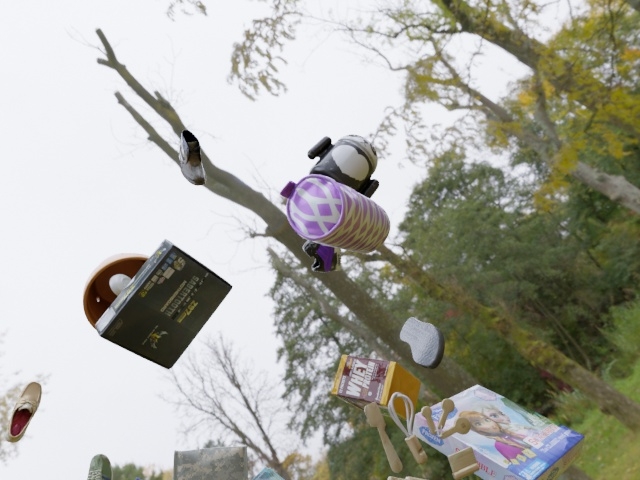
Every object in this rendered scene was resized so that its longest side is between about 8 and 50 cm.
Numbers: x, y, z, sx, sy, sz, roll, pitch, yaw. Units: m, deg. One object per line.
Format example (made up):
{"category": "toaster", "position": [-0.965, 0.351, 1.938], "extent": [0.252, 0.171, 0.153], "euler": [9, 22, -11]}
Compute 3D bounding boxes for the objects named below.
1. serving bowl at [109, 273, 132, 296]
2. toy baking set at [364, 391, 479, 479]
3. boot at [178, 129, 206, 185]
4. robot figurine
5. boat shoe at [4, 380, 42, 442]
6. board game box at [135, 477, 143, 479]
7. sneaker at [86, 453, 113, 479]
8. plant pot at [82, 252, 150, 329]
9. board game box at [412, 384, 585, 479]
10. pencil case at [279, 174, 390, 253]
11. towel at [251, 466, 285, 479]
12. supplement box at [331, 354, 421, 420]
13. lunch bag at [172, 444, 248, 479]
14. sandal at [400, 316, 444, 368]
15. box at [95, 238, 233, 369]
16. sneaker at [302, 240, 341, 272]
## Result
{"category": "serving bowl", "position": [-0.608, 0.137, 1.408], "extent": [0.027, 0.083, 0.083], "euler": [-34, -23, 17]}
{"category": "toy baking set", "position": [0.210, 0.430, 0.960], "extent": [0.256, 0.196, 0.030], "euler": [9, -22, -7]}
{"category": "boot", "position": [-0.457, -0.293, 1.605], "extent": [0.082, 0.219, 0.106], "euler": [-14, -38, -25]}
{"category": "robot figurine", "position": [0.072, -0.226, 1.493], "extent": [0.278, 0.174, 0.209], "euler": [-50, -48, -25]}
{"category": "boat shoe", "position": [-0.841, 0.484, 1.298], "extent": [0.063, 0.170, 0.059], "euler": [21, -37, -28]}
{"category": "board game box", "position": [-0.482, 0.682, 1.151], "extent": [0.201, 0.035, 0.136], "euler": [117, 179, -57]}
{"category": "sneaker", "position": [-0.655, 0.723, 1.332], "extent": [0.064, 0.192, 0.086], "euler": [-14, -29, -7]}
{"category": "plant pot", "position": [-0.664, 0.167, 1.565], "extent": [0.291, 0.203, 0.290], "euler": [-10, -70, -29]}
{"category": "board game box", "position": [0.470, 0.516, 1.207], "extent": [0.319, 0.318, 0.065], "euler": [-4, -76, -42]}
{"category": "pencil case", "position": [0.031, -0.032, 0.623], "extent": [0.086, 0.088, 0.206], "euler": [-48, -21, 11]}
{"category": "towel", "position": [-0.140, 0.995, 1.640], "extent": [0.271, 0.370, 0.040], "euler": [-17, -57, -55]}
{"category": "supplement box", "position": [0.177, 0.461, 1.423], "extent": [0.191, 0.194, 0.129], "euler": [44, -125, -41]}
{"category": "lunch bag", "position": [-0.342, 0.806, 1.414], "extent": [0.236, 0.286, 0.169], "euler": [2, -33, -15]}
{"category": "sandal", "position": [0.270, 0.255, 1.162], "extent": [0.097, 0.055, 0.254], "euler": [-60, 5, 5]}
{"category": "box", "position": [-0.330, 0.140, 0.985], "extent": [0.232, 0.059, 0.183], "euler": [-53, -51, -9]}
{"category": "sneaker", "position": [0.000, 0.001, 1.803], "extent": [0.146, 0.102, 0.293], "euler": [-9, -69, -10]}
